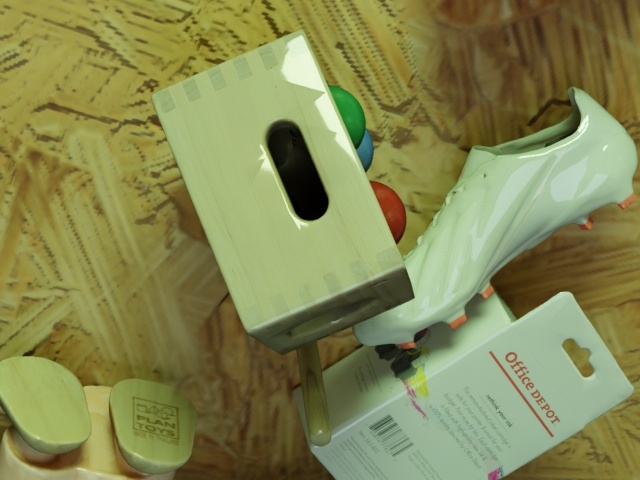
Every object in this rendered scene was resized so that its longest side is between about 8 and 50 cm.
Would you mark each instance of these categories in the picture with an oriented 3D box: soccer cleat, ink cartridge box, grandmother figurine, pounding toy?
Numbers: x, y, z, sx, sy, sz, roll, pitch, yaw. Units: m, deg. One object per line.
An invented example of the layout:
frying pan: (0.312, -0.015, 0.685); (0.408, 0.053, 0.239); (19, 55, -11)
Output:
soccer cleat: (0.091, -0.012, 0.851); (0.196, 0.068, 0.076); (-35, 107, 8)
ink cartridge box: (0.088, 0.095, 0.910); (0.181, 0.061, 0.104); (-32, 123, 8)
grandmother figurine: (-0.176, 0.235, 0.919); (0.208, 0.104, 0.342); (19, 118, -11)
pounding toy: (0.004, 0.009, 0.784); (0.094, 0.206, 0.181); (-23, 80, 2)
